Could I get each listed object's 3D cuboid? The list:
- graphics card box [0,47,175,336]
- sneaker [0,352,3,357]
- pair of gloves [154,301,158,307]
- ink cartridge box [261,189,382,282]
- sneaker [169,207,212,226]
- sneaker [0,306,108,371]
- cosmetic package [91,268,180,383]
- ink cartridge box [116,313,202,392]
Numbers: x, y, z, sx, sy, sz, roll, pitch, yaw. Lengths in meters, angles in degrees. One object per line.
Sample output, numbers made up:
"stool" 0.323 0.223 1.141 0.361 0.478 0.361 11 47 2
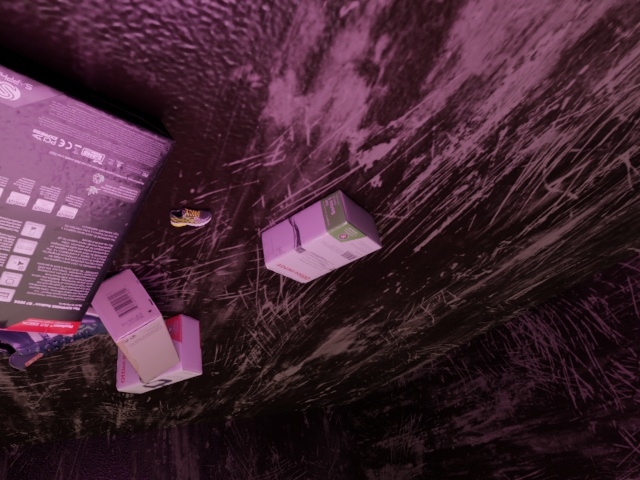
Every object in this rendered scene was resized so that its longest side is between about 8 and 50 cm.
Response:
"graphics card box" -0.396 -0.041 0.587 0.233 0.094 0.370 19 111 -43
"sneaker" -0.982 0.304 1.135 0.235 0.078 0.106 4 149 -19
"pair of gloves" -0.497 0.185 1.171 0.083 0.010 0.074 18 139 -40
"ink cartridge box" 0.000 0.000 0.955 0.220 0.092 0.160 -26 147 24
"sneaker" -0.258 -0.048 0.839 0.084 0.031 0.035 -9 150 -5
"sneaker" -0.701 0.254 1.076 0.351 0.148 0.131 3 147 -26
"cosmetic package" -0.460 0.226 1.067 0.113 0.160 0.309 -31 154 -27
"ink cartridge box" -0.490 0.348 1.289 0.238 0.171 0.100 -21 149 15
